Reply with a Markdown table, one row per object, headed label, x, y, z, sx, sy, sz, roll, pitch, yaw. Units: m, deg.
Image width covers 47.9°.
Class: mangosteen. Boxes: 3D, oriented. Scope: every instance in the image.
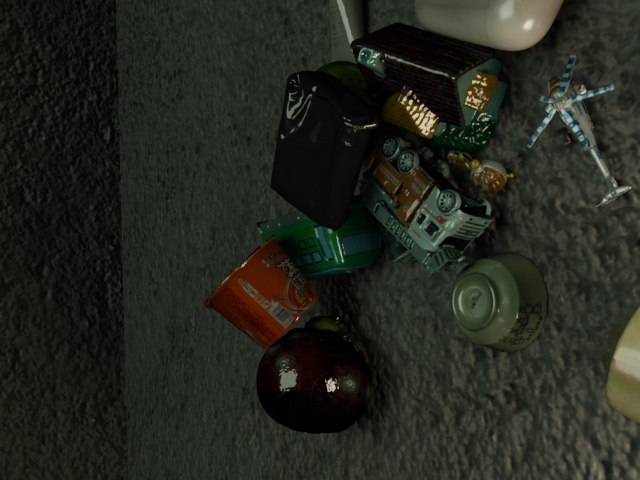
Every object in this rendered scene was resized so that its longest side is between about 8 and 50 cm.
| label | x | y | z | sx | sy | sz | roll | pitch | yaw |
| --- | --- | --- | --- | --- | --- | --- | --- | --- | --- |
| mangosteen | -0.013 | 0.333 | 1.786 | 0.300 | 0.300 | 0.300 | -8 | 80 | 52 |

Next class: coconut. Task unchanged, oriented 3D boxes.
| label | x | y | z | sx | sy | sz | roll | pitch | yaw |
| --- | --- | --- | --- | --- | --- | --- | --- | --- | --- |
| coconut | 0.557 | 0.189 | 1.098 | 0.244 | 0.239 | 0.239 | 27 | 108 | 45 |

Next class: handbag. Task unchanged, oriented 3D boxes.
| label | x | y | z | sx | sy | sz | roll | pitch | yaw |
| --- | --- | --- | --- | --- | --- | --- | --- | --- | --- |
| handbag | 0.032 | -0.202 | 1.618 | 0.275 | 0.178 | 0.301 | 36 | 127 | 36 |

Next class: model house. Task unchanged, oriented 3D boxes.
| label | x | y | z | sx | sy | sz | roll | pitch | yaw |
| --- | --- | --- | --- | --- | --- | --- | --- | --- | --- |
| model house | 0.215 | -0.326 | 1.522 | 0.281 | 0.249 | 0.229 | 26 | 107 | 31 |

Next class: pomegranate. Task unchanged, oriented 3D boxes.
| label | x | y | z | sx | sy | sz | roll | pitch | yaw |
| --- | --- | --- | --- | --- | --- | --- | --- | --- | --- |
| pomegranate | 0.049 | -0.318 | 1.815 | 0.254 | 0.254 | 0.270 | -45 | 64 | 40 |

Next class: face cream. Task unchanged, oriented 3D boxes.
| label | x | y | z | sx | sy | sz | roll | pitch | yaw |
| --- | --- | --- | --- | --- | --- | --- | --- | --- | --- |
| face cream | 0.070 | -0.564 | 1.937 | 0.143 | 0.089 | 0.314 | 3 | 97 | 52 |

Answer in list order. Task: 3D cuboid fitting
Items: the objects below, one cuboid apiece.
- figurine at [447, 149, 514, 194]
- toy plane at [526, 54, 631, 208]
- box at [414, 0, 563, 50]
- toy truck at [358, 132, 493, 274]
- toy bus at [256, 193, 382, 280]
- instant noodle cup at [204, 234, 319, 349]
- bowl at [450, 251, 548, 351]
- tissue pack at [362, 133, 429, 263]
| label | x | y | z | sx | sy | sz | roll | pitch | yaw |
| --- | --- | --- | --- | --- | --- | --- | --- | --- | --- |
| figurine | 0.338 | -0.149 | 1.540 | 0.068 | 0.101 | 0.143 | -50 | 31 | -8 |
| toy plane | 0.501 | -0.201 | 1.340 | 0.182 | 0.107 | 0.273 | -52 | 59 | 22 |
| box | 0.360 | -0.545 | 1.482 | 0.349 | 0.141 | 0.288 | 33 | 99 | 50 |
| toy truck | 0.218 | -0.071 | 1.537 | 0.184 | 0.133 | 0.338 | -57 | 49 | 23 |
| toy bus | 0.000 | 0.000 | 1.887 | 0.344 | 0.184 | 0.199 | -15 | 88 | 52 |
| instant noodle cup | -0.138 | 0.139 | 1.799 | 0.192 | 0.250 | 0.250 | 45 | 130 | 0 |
| bowl | 0.348 | 0.127 | 1.476 | 0.211 | 0.112 | 0.211 | -5 | 83 | 51 |
| tissue pack | 0.206 | -0.098 | 1.706 | 0.185 | 0.081 | 0.257 | -41 | 56 | 43 |
